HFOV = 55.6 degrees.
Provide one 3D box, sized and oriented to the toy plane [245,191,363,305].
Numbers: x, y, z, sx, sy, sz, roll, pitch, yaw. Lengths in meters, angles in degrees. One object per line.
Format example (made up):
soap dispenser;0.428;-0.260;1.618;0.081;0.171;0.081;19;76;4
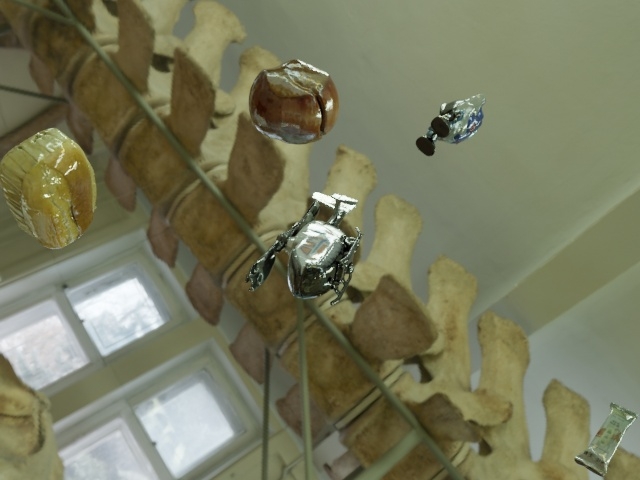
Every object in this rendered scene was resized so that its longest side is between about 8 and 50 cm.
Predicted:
toy plane;0.001;0.000;0.582;0.078;0.197;0.053;17;-57;10

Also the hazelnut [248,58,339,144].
hazelnut;-0.045;-0.231;1.034;0.143;0.154;0.143;174;-90;-80

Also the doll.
doll;0.206;-0.182;0.936;0.070;0.195;0.096;50;-52;5

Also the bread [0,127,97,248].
bread;-0.462;-0.079;1.055;0.106;0.140;0.236;36;-33;9

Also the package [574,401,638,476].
package;0.357;0.245;0.756;0.037;0.110;0.015;26;-41;35
